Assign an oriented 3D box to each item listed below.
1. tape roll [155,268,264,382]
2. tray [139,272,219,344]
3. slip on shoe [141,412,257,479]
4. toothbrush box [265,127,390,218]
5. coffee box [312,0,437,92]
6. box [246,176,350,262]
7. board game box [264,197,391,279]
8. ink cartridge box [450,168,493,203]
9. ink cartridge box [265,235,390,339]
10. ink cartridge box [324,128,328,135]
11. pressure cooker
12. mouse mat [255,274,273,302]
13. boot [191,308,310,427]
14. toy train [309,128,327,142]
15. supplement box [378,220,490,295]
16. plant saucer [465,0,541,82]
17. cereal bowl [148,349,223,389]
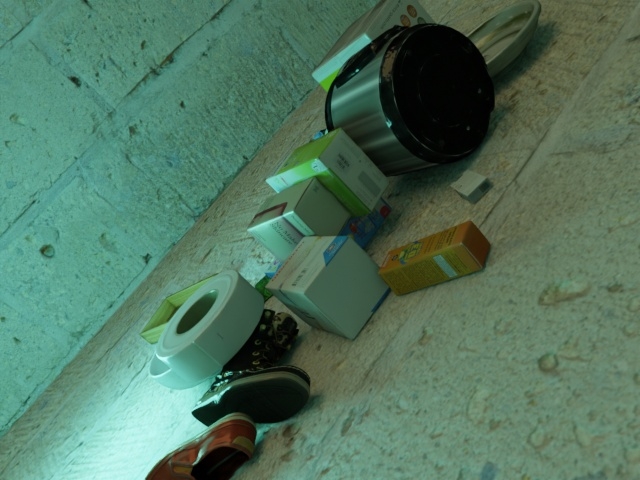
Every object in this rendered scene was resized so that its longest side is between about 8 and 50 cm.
[{"bbox_3d":[-0.273,0.208,1.518,0.286,0.100,0.286,-36,22,17],"label":"tape roll"},{"bbox_3d":[-0.526,0.269,2.350,0.410,0.076,0.203,-25,28,46],"label":"tray"},{"bbox_3d":[-0.272,0.501,1.314,0.331,0.123,0.101,-38,27,9],"label":"slip on shoe"},{"bbox_3d":[0.015,-0.160,1.662,0.283,0.206,0.122,-10,40,57],"label":"toothbrush box"},{"bbox_3d":[0.242,-0.665,2.293,0.338,0.334,0.338,-21,31,53],"label":"coffee box"},{"bbox_3d":[-0.061,-0.049,1.627,0.232,0.148,0.127,-18,34,51],"label":"box"},{"bbox_3d":[0.015,0.005,1.770,0.308,0.086,0.302,-53,21,-22],"label":"board game box"},{"bbox_3d":[0.354,-0.129,1.445,0.063,0.029,0.115,-44,18,4],"label":"ink cartridge box"},{"bbox_3d":[0.016,0.104,1.442,0.171,0.168,0.232,-52,21,-16],"label":"ink cartridge box"},{"bbox_3d":[0.119,-0.334,1.936,0.190,0.139,0.082,-43,-12,-31],"label":"ink cartridge box"},{"bbox_3d":[0.213,-0.360,1.695,0.420,0.369,0.376,-6,74,62],"label":"pressure cooker"},{"bbox_3d":[-0.158,0.135,1.978,0.152,0.007,0.190,-41,20,10],"label":"mouse mat"},{"bbox_3d":[-0.129,0.285,1.435,0.377,0.138,0.284,-34,21,43],"label":"boot"},{"bbox_3d":[0.034,-0.318,2.244,0.105,0.184,0.080,-44,-8,37],"label":"toy train"},{"bbox_3d":[0.232,0.041,1.275,0.233,0.080,0.078,-27,24,46],"label":"supplement box"},{"bbox_3d":[0.521,-0.573,1.898,0.400,0.100,0.400,-39,21,18],"label":"plant saucer"},{"bbox_3d":[-0.337,0.302,1.799,0.339,0.141,0.339,-39,20,17],"label":"cereal bowl"}]
